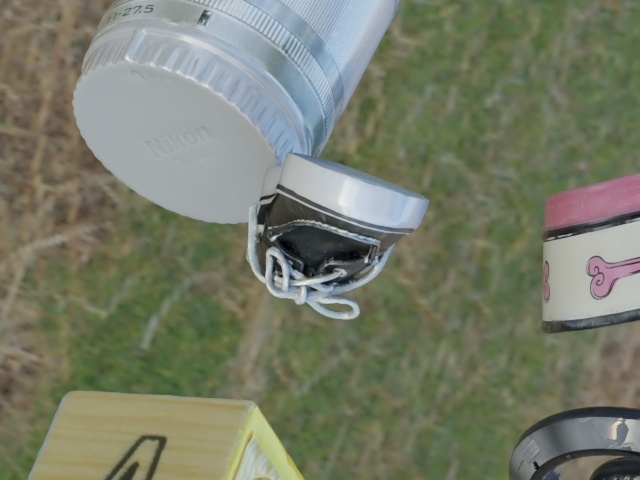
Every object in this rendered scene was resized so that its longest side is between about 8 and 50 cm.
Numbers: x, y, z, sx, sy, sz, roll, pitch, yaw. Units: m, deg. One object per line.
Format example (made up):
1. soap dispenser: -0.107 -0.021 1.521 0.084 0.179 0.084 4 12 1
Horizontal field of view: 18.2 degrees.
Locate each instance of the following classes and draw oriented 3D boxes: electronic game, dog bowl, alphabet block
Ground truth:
1. electronic game: 0.272 0.216 1.690 0.229 0.229 0.048 60 39 -39
2. dog bowl: 0.423 -0.014 2.157 0.408 0.408 0.150 -13 89 -44
3. alphabet block: -0.140 0.263 1.776 0.192 0.197 0.193 61 39 -48

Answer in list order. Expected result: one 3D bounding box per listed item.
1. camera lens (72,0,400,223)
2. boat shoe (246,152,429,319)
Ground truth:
1. camera lens: -0.068 -0.180 1.741 0.219 0.219 0.274 59 45 -39
2. boat shoe: -0.004 -0.001 1.489 0.113 0.306 0.105 19 86 -15
